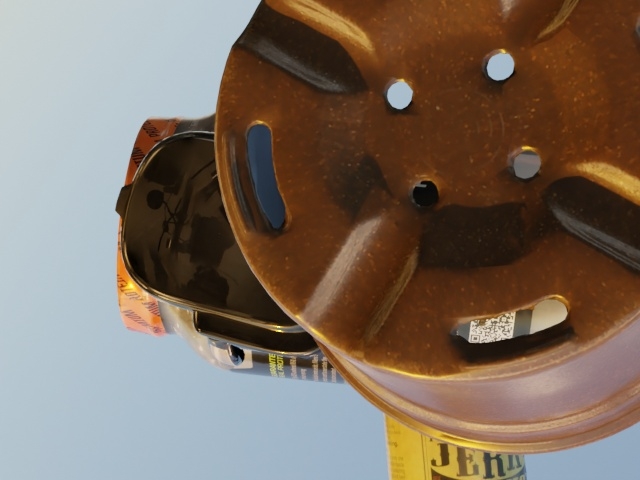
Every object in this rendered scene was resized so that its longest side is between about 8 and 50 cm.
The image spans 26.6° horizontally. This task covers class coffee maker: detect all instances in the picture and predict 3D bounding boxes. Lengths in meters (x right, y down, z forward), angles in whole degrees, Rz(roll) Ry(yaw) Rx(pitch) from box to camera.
[{"bbox_3d":[0.000,0.000,0.707,0.178,0.171,0.120,17,65,-82],"label":"coffee maker"}]

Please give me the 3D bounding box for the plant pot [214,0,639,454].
[{"bbox_3d":[0.050,-0.017,0.402,0.167,0.167,0.165,-56,166,2],"label":"plant pot"}]

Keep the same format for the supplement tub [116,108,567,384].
[{"bbox_3d":[0.031,0.004,0.927,0.193,0.316,0.193,6,90,-87],"label":"supplement tub"}]

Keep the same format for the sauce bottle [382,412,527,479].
[{"bbox_3d":[0.101,0.140,1.060,0.111,0.111,0.344,-9,-93,58],"label":"sauce bottle"}]
